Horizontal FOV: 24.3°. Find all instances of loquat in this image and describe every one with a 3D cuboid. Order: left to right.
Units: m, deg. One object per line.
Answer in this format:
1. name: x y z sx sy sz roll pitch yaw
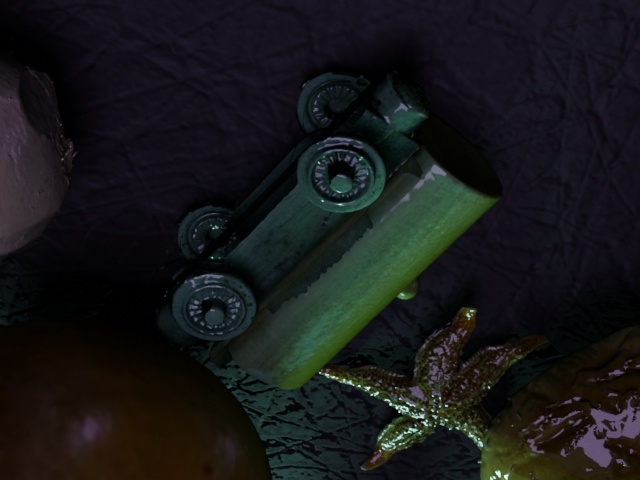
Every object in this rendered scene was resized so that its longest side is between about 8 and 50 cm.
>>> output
1. loquat: -0.193 0.238 1.210 0.328 0.359 0.328 -11 129 -14

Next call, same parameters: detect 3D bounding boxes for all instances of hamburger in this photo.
1. hamburger: 0.277 0.201 1.249 0.265 0.134 0.285 -32 108 11

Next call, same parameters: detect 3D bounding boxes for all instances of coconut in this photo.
1. coconut: -0.278 -0.082 1.151 0.171 0.171 0.183 -1 121 7

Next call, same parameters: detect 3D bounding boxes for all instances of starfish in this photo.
1. starfish: 0.109 0.142 1.297 0.208 0.053 0.176 -33 120 28

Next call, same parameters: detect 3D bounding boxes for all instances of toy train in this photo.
1. toy train: 0.001 0.005 1.185 0.189 0.126 0.307 38 115 -14
